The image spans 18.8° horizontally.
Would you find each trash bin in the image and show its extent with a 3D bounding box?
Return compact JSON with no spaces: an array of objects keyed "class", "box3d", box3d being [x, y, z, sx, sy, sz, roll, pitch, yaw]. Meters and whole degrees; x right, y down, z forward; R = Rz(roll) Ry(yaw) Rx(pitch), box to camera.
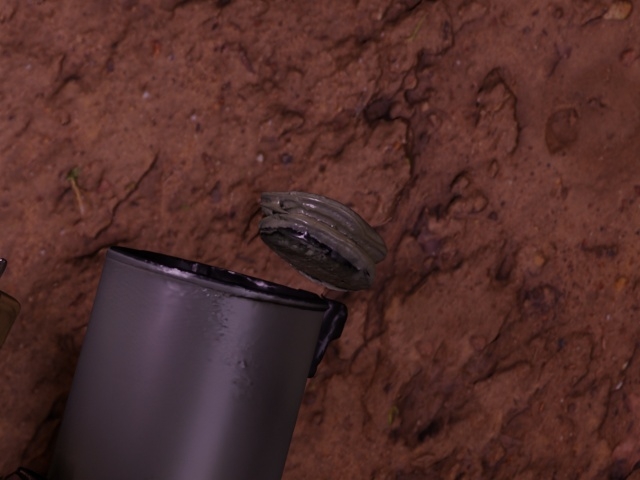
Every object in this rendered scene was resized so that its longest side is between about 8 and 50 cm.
[{"class":"trash bin","box3d":[-0.128,0.155,1.819,0.277,0.217,0.263,13,92,-29]}]

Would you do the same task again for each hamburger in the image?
[{"class":"hamburger","box3d":[0.000,0.000,1.927,0.140,0.133,0.062,36,72,-43]}]

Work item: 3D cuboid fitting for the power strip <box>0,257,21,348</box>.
[{"class":"power strip","box3d":[-0.351,0.157,1.768,0.044,0.064,0.305,28,83,-36]}]
